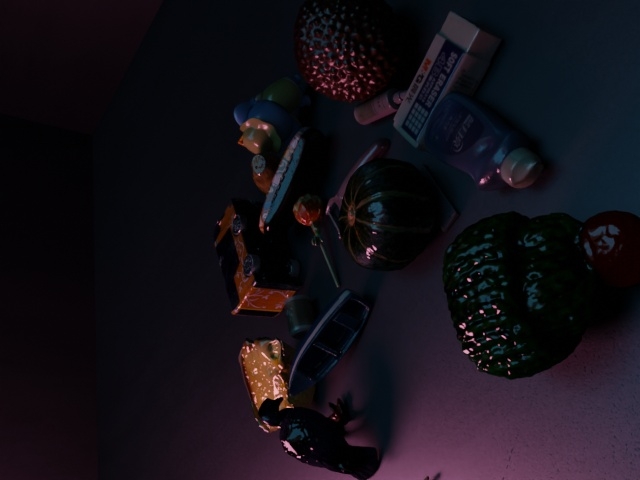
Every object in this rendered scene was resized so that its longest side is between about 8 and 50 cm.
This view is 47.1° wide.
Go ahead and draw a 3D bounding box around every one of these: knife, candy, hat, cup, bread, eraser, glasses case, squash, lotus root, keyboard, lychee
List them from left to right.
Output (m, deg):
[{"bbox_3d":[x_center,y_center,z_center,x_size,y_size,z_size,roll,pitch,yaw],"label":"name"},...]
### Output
[{"bbox_3d":[-0.138,-0.182,2.078,0.258,0.097,0.110,48,-143,-78],"label":"lotus root"},{"bbox_3d":[-0.097,0.353,1.892,0.174,0.133,0.251,-17,89,45],"label":"bread"},{"bbox_3d":[-0.077,-0.157,2.004,0.082,0.122,0.320,27,99,22],"label":"glasses case"},{"bbox_3d":[-0.060,0.209,1.930,0.102,0.074,0.099,-44,47,43],"label":"cup"},{"bbox_3d":[-0.001,0.001,1.923,0.084,0.078,0.287,109,146,-57],"label":"candy"},{"bbox_3d":[0.067,-0.477,1.776,0.304,0.276,0.275,39,114,37],"label":"lychee"},{"bbox_3d":[0.089,-0.137,1.831,0.278,0.053,0.123,-60,43,29],"label":"knife"},{"bbox_3d":[0.140,-0.054,1.615,0.252,0.165,0.252,-179,90,-69],"label":"squash"},{"bbox_3d":[0.248,-0.095,1.601,0.055,0.014,0.176,-58,38,30],"label":"keyboard"},{"bbox_3d":[0.268,-0.336,1.580,0.279,0.081,0.124,-63,35,24],"label":"eraser"},{"bbox_3d":[0.373,0.059,1.178,0.332,0.242,0.274,-29,69,35],"label":"hat"}]

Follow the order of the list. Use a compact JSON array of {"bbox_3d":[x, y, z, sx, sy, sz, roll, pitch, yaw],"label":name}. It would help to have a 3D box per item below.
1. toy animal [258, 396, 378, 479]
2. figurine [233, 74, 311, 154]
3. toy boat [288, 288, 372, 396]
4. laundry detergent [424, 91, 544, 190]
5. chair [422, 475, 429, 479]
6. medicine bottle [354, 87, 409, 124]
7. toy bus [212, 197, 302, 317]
[{"bbox_3d":[-0.006,0.443,1.678,0.298,0.185,0.122,36,108,35],"label":"toy animal"},{"bbox_3d":[-0.121,-0.349,2.096,0.262,0.180,0.154,-43,31,-22],"label":"figurine"},{"bbox_3d":[0.007,0.247,1.757,0.299,0.096,0.062,-54,29,8],"label":"toy boat"},{"bbox_3d":[0.321,-0.183,1.440,0.143,0.094,0.290,-63,35,18],"label":"laundry detergent"},{"bbox_3d":[0.154,0.572,1.481,0.221,0.104,0.095,-52,15,28],"label":"chair"},{"bbox_3d":[0.160,-0.331,1.769,0.199,0.058,0.057,-13,70,55],"label":"medicine bottle"},{"bbox_3d":[-0.190,0.049,2.104,0.194,0.162,0.323,-56,41,36],"label":"toy bus"}]
